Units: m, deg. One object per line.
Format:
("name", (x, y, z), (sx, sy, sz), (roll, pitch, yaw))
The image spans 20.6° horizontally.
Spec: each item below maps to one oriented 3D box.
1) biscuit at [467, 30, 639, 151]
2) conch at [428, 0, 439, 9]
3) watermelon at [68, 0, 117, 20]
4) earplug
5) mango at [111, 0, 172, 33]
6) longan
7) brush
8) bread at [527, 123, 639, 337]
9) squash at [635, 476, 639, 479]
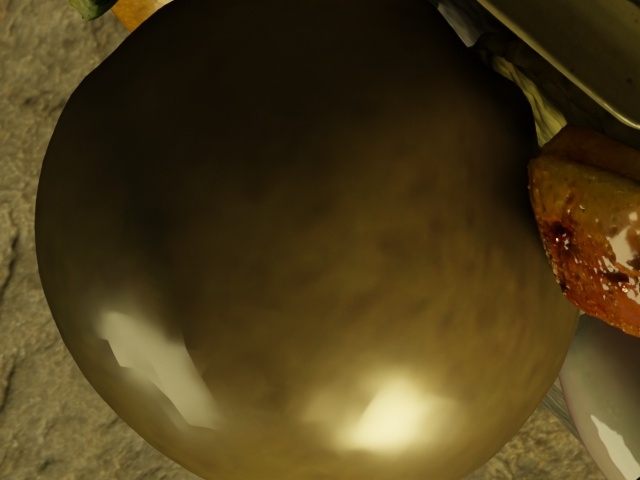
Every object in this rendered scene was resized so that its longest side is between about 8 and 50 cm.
("biscuit", (0.176, -0.060, 1.128), (0.273, 0.036, 0.187), (44, 178, 41))
("conch", (0.044, -0.177, 1.251), (0.076, 0.056, 0.085), (25, 164, 45))
("watermelon", (-0.211, -0.344, 1.296), (0.331, 0.189, 0.331), (44, 163, 18))
("earplug", (0.321, 0.191, 1.587), (0.301, 0.172, 0.172), (51, 178, 3))
("mango", (-0.145, -0.271, 1.535), (0.359, 0.144, 0.187), (-139, 47, -58))
("longan", (0.000, 0.000, 1.138), (0.361, 0.361, 0.361), (45, 178, 2))
("brush", (0.184, -0.057, 0.840), (0.282, 0.054, 0.048), (44, -170, 26))
("bread", (0.219, 0.026, 0.957), (0.271, 0.077, 0.139), (34, 160, 47))
("squash", (0.387, 0.324, 1.318), (0.263, 0.263, 0.384), (43, 178, 45))
